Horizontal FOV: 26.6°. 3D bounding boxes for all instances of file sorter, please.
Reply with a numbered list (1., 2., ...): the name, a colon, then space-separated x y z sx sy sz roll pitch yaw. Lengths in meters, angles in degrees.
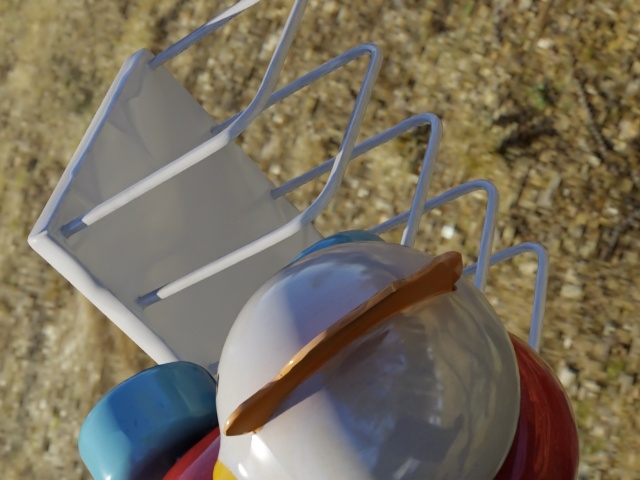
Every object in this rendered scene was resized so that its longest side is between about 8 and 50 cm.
1. file sorter: 0.000 0.000 0.855 0.173 0.277 0.193 -25 30 33

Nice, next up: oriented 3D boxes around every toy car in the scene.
1. toy car: 0.004 0.083 0.528 0.210 0.238 0.219 -35 61 -8
